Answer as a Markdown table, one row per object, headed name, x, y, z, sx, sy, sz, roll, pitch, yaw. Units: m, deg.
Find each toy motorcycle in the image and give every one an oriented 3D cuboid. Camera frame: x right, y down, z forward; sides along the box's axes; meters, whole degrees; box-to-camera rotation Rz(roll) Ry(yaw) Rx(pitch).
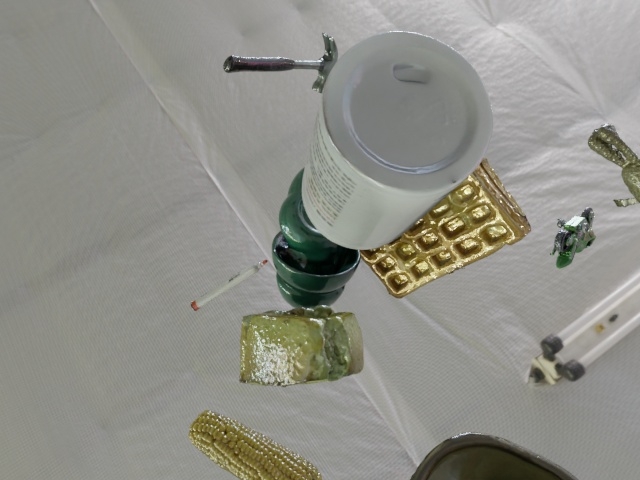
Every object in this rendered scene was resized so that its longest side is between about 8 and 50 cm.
| name | x | y | z | sx | sy | sz | roll | pitch | yaw |
| --- | --- | --- | --- | --- | --- | --- | --- | --- | --- |
| toy motorcycle | 0.658 | -0.010 | 1.333 | 0.190 | 0.106 | 0.074 | -32 | -149 | -31 |

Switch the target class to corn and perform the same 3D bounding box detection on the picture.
| name | x | y | z | sx | sy | sz | roll | pitch | yaw |
| --- | --- | --- | --- | --- | --- | --- | --- | --- | --- |
| corn | -0.119 | 0.434 | 1.016 | 0.310 | 0.101 | 0.101 | 29 | -112 | 9 |

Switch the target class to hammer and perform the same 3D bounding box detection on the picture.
| name | x | y | z | sx | sy | sz | roll | pitch | yaw |
| --- | --- | --- | --- | --- | --- | --- | --- | --- | --- |
| hammer | -0.057 | -0.294 | 0.846 | 0.029 | 0.103 | 0.246 | 40 | -145 | 26 |

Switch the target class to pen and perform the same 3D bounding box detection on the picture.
| name | x | y | z | sx | sy | sz | roll | pitch | yaw |
| --- | --- | --- | --- | --- | --- | --- | --- | --- | --- |
| pen | -0.210 | 0.100 | 1.187 | 0.218 | 0.026 | 0.026 | -32 | -115 | 14 |

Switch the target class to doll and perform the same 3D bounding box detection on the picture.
| name | x | y | z | sx | sy | sz | roll | pitch | yaw |
| --- | --- | --- | --- | --- | --- | --- | --- | --- | --- |
| doll | 0.737 | -0.137 | 1.183 | 0.285 | 0.203 | 0.091 | 28 | -135 | 22 |

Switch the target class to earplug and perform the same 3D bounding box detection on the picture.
| name | x | y | z | sx | sy | sz | roll | pitch | yaw |
| --- | --- | --- | --- | --- | --- | --- | --- | --- | --- |
| earplug | -0.006 | -0.004 | 0.980 | 0.163 | 0.280 | 0.257 | 11 | -154 | -4 |

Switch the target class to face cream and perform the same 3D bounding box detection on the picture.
| name | x | y | z | sx | sy | sz | roll | pitch | yaw |
| --- | --- | --- | --- | --- | --- | --- | --- | --- | --- |
| face cream | 0.052 | -0.064 | 0.586 | 0.145 | 0.370 | 0.145 | 1 | -103 | -5 |

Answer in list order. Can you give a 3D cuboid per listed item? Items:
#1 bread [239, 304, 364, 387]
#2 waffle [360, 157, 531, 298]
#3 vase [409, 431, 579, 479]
| name | x | y | z | sx | sy | sz | roll | pitch | yaw |
| --- | --- | --- | --- | --- | --- | --- | --- | --- | --- |
| bread | -0.027 | 0.171 | 0.836 | 0.185 | 0.257 | 0.124 | 2 | -106 | -30 |
| waffle | 0.213 | -0.033 | 1.002 | 0.224 | 0.327 | 0.098 | 49 | -138 | -8 |
| vase | 0.237 | 0.367 | 0.560 | 0.329 | 0.302 | 0.241 | 7 | -139 | 4 |
